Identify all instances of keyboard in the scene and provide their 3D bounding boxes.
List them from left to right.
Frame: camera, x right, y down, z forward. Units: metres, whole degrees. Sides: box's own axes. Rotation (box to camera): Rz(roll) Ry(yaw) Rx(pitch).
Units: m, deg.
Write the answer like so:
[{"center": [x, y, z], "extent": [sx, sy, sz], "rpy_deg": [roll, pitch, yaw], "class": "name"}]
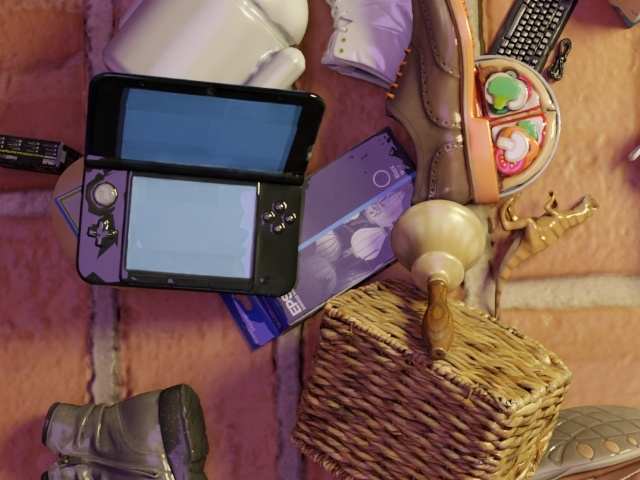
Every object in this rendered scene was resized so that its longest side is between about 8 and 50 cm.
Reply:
[{"center": [0.299, -0.271, 1.614], "extent": [0.108, 0.023, 0.180], "rpy_deg": [27, 89, 8], "class": "keyboard"}]

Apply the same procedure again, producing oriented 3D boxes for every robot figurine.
[{"center": [-0.156, -0.271, 1.575], "extent": [0.300, 0.200, 0.353], "rpy_deg": [40, 90, 26], "class": "robot figurine"}]

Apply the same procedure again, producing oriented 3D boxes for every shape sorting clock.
[{"center": [-0.279, -0.026, 1.613], "extent": [0.206, 0.040, 0.206], "rpy_deg": [8, 116, 17], "class": "shape sorting clock"}]

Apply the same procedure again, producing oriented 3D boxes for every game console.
[{"center": [-0.155, -0.062, 1.468], "extent": [0.293, 0.173, 0.250], "rpy_deg": [4, 85, -11], "class": "game console"}]

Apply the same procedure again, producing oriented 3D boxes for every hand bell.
[{"center": [0.147, 0.067, 1.437], "extent": [0.126, 0.242, 0.126], "rpy_deg": [2, 125, 4], "class": "hand bell"}]

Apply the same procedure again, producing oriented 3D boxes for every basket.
[{"center": [0.143, 0.210, 1.483], "extent": [0.299, 0.213, 0.223], "rpy_deg": [26, 115, 30], "class": "basket"}]

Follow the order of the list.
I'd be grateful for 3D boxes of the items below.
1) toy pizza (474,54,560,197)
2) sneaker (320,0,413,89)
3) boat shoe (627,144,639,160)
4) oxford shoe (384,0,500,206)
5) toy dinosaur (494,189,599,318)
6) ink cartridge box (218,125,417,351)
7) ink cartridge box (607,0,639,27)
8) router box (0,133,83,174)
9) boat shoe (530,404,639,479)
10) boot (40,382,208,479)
[{"center": [0.226, -0.157, 1.587], "extent": [0.201, 0.032, 0.201], "rpy_deg": [-2, 84, 17], "class": "toy pizza"}, {"center": [0.031, -0.328, 1.608], "extent": [0.292, 0.108, 0.169], "rpy_deg": [36, 86, 7], "class": "sneaker"}, {"center": [0.489, -0.124, 1.532], "extent": [0.156, 0.136, 0.367], "rpy_deg": [-1, 94, 9], "class": "boat shoe"}, {"center": [0.141, -0.218, 1.516], "extent": [0.133, 0.130, 0.364], "rpy_deg": [-11, 88, 9], "class": "oxford shoe"}, {"center": [0.282, -0.004, 1.568], "extent": [0.211, 0.064, 0.112], "rpy_deg": [-40, 83, 1], "class": "toy dinosaur"}, {"center": [0.000, 0.000, 1.601], "extent": [0.332, 0.065, 0.165], "rpy_deg": [-34, 82, 3], "class": "ink cartridge box"}, {"center": [0.419, -0.350, 1.557], "extent": [0.052, 0.122, 0.088], "rpy_deg": [-36, 82, 2], "class": "ink cartridge box"}, {"center": [-0.410, -0.121, 1.643], "extent": [0.122, 0.092, 0.038], "rpy_deg": [8, 86, 8], "class": "router box"}, {"center": [0.303, 0.310, 1.519], "extent": [0.324, 0.123, 0.116], "rpy_deg": [-16, 117, -1], "class": "boat shoe"}, {"center": [-0.255, 0.373, 1.577], "extent": [0.222, 0.118, 0.338], "rpy_deg": [-13, 72, 8], "class": "boot"}]
